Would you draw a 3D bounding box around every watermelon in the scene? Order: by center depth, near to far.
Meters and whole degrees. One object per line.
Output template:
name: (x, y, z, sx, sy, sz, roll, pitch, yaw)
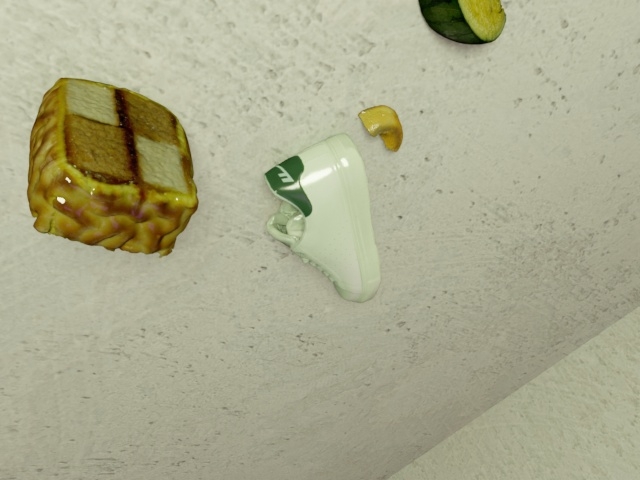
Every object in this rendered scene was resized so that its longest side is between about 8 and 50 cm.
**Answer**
watermelon: (0.176, -0.314, 0.757, 0.181, 0.075, 0.092, 29, 74, -47)

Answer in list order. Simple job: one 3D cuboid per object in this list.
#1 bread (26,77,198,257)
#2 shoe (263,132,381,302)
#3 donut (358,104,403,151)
bread: (-0.229, -0.086, 0.650, 0.181, 0.222, 0.096, 16, 126, -35)
shoe: (0.000, 0.000, 0.948, 0.160, 0.132, 0.363, -19, 137, -9)
donut: (0.097, -0.166, 0.880, 0.067, 0.038, 0.083, -21, 140, -10)
